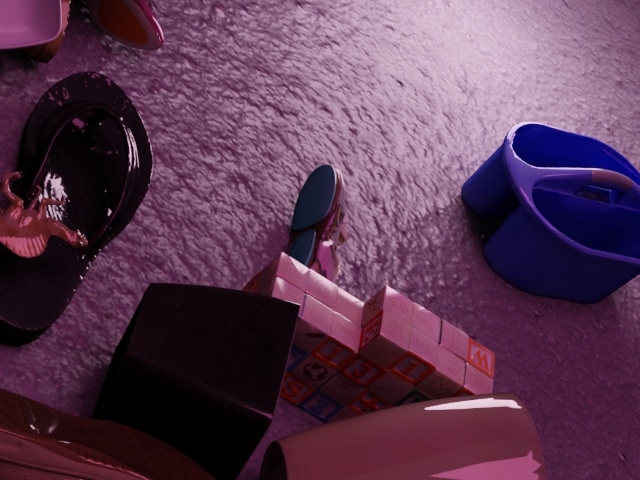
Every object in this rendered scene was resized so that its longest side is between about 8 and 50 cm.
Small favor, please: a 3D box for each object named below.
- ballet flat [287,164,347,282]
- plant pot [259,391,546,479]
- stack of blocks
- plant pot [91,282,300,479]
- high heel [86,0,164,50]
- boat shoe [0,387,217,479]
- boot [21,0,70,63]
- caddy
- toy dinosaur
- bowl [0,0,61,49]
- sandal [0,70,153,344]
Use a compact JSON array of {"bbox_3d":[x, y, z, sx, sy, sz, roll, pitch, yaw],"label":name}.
[{"bbox_3d":[0.000,0.000,2.248,0.079,0.077,0.221,47,37,-31],"label":"ballet flat"},{"bbox_3d":[0.077,0.290,1.921,0.274,0.256,0.256,5,50,-17],"label":"plant pot"},{"bbox_3d":[0.042,0.138,2.068,0.297,0.171,0.087,32,39,-18],"label":"stack of blocks"},{"bbox_3d":[-0.145,0.157,1.872,0.167,0.187,0.188,23,41,-9],"label":"plant pot"},{"bbox_3d":[-0.283,-0.355,2.290,0.244,0.082,0.117,38,40,6],"label":"high heel"},{"bbox_3d":[-0.243,0.248,1.741,0.341,0.110,0.121,24,13,-21],"label":"boat shoe"},{"bbox_3d":[-0.451,-0.346,2.114,0.269,0.089,0.236,11,56,-30],"label":"boot"},{"bbox_3d":[0.380,-0.050,2.569,0.341,0.179,0.241,10,50,-39],"label":"caddy"},{"bbox_3d":[-0.334,-0.022,1.846,0.183,0.053,0.092,-3,66,-30],"label":"toy dinosaur"},{"bbox_3d":[-0.387,-0.296,2.053,0.142,0.053,0.142,-6,88,-19],"label":"bowl"},{"bbox_3d":[-0.282,-0.058,1.983,0.167,0.107,0.445,34,39,-15],"label":"sandal"}]
